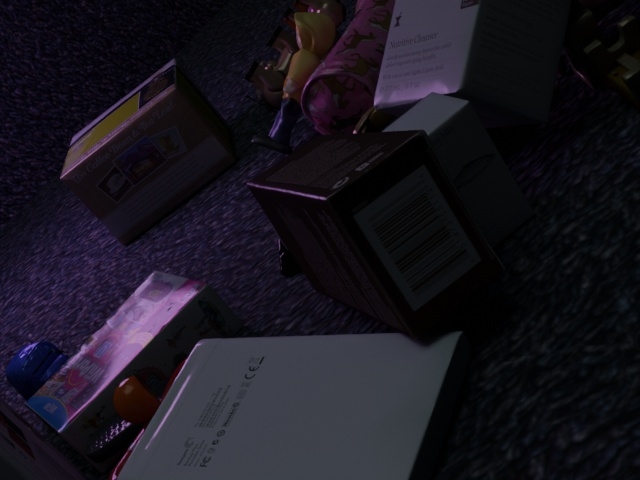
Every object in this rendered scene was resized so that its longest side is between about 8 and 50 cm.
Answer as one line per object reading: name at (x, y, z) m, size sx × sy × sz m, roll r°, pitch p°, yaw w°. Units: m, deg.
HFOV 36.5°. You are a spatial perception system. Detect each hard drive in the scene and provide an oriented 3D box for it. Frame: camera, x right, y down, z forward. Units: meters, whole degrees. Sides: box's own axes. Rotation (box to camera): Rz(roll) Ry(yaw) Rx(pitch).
hard drive at (-0.031, 0.197, 1.061) m, size 0.353 × 0.047 × 0.233 m, roll -5°, pitch 38°, yaw 31°

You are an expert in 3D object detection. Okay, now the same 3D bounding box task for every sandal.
sandal at (-0.215, 0.234, 1.370) m, size 0.254 × 0.054 × 0.097 m, roll -36°, pitch 14°, yaw -21°

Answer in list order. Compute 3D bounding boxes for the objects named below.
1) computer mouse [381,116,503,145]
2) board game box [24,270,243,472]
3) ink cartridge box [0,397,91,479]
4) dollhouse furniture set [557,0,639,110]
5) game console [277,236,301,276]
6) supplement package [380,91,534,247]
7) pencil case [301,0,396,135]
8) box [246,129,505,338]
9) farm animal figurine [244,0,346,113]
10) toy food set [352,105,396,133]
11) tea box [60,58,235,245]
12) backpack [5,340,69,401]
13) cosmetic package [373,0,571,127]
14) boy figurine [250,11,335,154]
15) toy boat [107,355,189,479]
computer mouse at (0.178, -0.173, 1.508) m, size 0.272 × 0.072 × 0.188 m, roll -8°, pitch 39°, yaw 51°
board game box at (-0.293, 0.192, 1.510) m, size 0.303 × 0.097 × 0.224 m, roll -48°, pitch 24°, yaw -19°
ink cartridge box at (-0.377, 0.303, 1.154) m, size 0.130 × 0.309 × 0.272 m, roll -44°, pitch 22°, yaw -10°
dollhouse furniture set at (0.422, -0.307, 1.349) m, size 0.201 × 0.152 × 0.374 m, roll -37°, pitch 40°, yaw 4°
game console at (0.000, 0.000, 1.532) m, size 0.122 × 0.071 × 0.107 m, roll -25°, pitch 57°, yaw 32°
supplement package at (0.163, -0.078, 1.205) m, size 0.105 × 0.179 × 0.105 m, roll -39°, pitch 25°, yaw -7°
pencil case at (0.089, -0.348, 1.857) m, size 0.160 × 0.167 × 0.386 m, roll 4°, pitch 40°, yaw 20°
box at (0.051, -0.021, 1.195) m, size 0.143 × 0.191 × 0.381 m, roll -36°, pitch 15°, yaw -12°
farm animal figurine at (-0.029, -0.420, 2.157) m, size 0.326 × 0.172 × 0.330 m, roll -55°, pitch 7°, yaw 8°
toy food set at (0.091, -0.173, 1.616) m, size 0.038 × 0.132 × 0.192 m, roll 31°, pitch 62°, yaw 21°
tea box at (-0.396, -0.213, 2.251) m, size 0.329 × 0.220 × 0.323 m, roll -36°, pitch 22°, yaw 8°
backpack at (-0.466, 0.229, 1.667) m, size 0.101 × 0.120 × 0.098 m, roll -20°, pitch 29°, yaw 39°
cosmetic package at (0.222, -0.353, 1.316) m, size 0.217 × 0.156 × 0.385 m, roll 2°, pitch 80°, yaw 60°
boy figurine at (-0.049, -0.310, 1.898) m, size 0.177 × 0.092 × 0.285 m, roll -67°, pitch -5°, yaw -82°
toy boat at (-0.199, 0.228, 1.228) m, size 0.151 × 0.151 × 0.231 m, roll -13°, pitch 34°, yaw 45°
